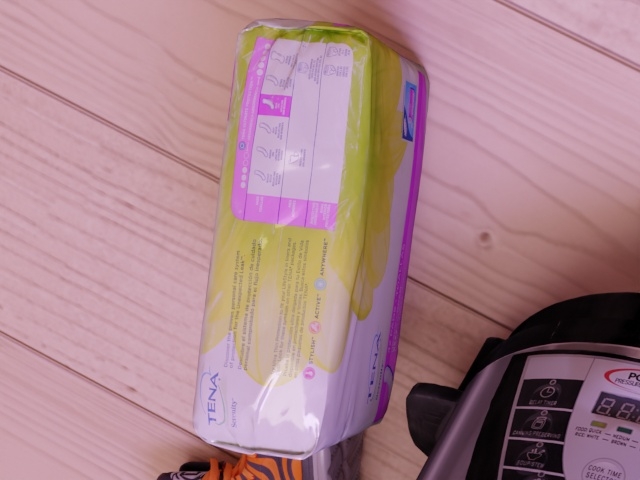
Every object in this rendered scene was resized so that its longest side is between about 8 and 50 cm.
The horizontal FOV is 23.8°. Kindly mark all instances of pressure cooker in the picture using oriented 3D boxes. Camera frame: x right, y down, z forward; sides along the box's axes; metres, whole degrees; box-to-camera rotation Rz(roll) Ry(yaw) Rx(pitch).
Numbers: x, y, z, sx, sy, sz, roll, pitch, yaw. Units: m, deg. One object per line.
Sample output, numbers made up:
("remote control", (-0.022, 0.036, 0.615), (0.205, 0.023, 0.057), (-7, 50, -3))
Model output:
("pressure cooker", (0.227, 0.242, 1.080), (0.370, 0.420, 0.375), (43, 145, -12))

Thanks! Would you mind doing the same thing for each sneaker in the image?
("sneaker", (-0.061, 0.199, 1.314), (0.180, 0.124, 0.321), (8, 115, 14))

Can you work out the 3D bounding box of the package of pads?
("package of pads", (0.000, 0.000, 1.091), (0.101, 0.229, 0.297), (7, 91, 15))
